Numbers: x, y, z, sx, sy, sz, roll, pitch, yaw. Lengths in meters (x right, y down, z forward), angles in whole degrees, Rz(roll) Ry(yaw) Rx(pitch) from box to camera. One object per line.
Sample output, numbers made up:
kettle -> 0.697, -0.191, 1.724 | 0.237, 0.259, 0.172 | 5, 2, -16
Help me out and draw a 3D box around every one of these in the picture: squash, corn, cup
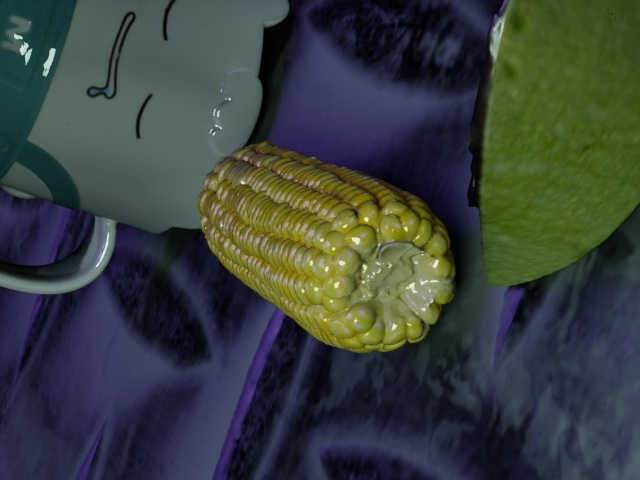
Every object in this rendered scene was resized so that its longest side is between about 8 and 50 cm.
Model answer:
squash -> 0.097, -0.110, 0.813 | 0.204, 0.155, 0.237 | -6, 70, 61
corn -> 0.000, 0.000, 1.005 | 0.093, 0.093, 0.244 | -71, 21, 5
cup -> -0.195, -0.107, 1.292 | 0.290, 0.257, 0.219 | -71, 20, 4
